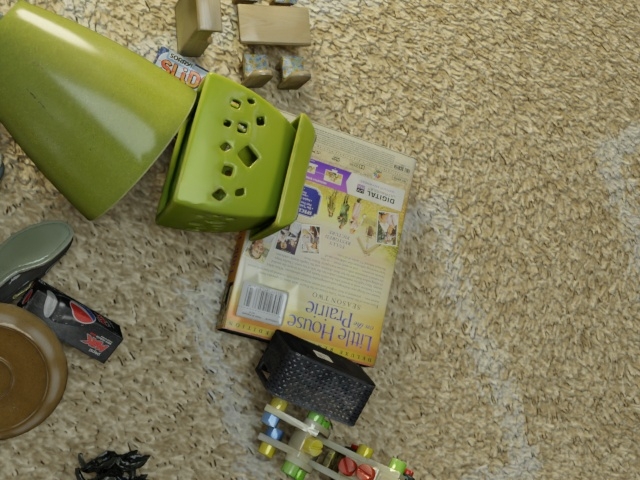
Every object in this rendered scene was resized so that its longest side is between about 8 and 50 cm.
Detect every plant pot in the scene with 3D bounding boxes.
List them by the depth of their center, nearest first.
[{"bbox_3d":[-0.521,0.214,1.419,0.236,0.032,0.236,-3,105,-12],"label":"plant pot"},{"bbox_3d":[-0.395,-0.228,1.421,0.293,0.274,0.275,41,71,-21],"label":"plant pot"},{"bbox_3d":[-0.139,-0.121,1.511,0.207,0.227,0.228,16,78,-15],"label":"plant pot"}]

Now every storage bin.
[{"bbox_3d":[-0.010,0.237,1.563,0.180,0.122,0.084,27,95,-21],"label":"storage bin"}]

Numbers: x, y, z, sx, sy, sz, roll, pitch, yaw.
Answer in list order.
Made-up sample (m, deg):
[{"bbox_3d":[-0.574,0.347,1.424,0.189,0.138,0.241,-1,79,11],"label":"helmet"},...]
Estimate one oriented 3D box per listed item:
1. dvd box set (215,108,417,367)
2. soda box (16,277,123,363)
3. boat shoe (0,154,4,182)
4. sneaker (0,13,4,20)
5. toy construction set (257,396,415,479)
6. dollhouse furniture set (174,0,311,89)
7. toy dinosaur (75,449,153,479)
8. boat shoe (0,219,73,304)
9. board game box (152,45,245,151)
[{"bbox_3d":[0.000,0.000,1.685,0.307,0.062,0.421,16,77,-19],"label":"dvd box set"},{"bbox_3d":[-0.410,0.133,1.481,0.169,0.053,0.060,36,97,-28],"label":"soda box"},{"bbox_3d":[-0.611,-0.011,1.445,0.319,0.116,0.099,-59,148,-24],"label":"boat shoe"},{"bbox_3d":[-0.638,-0.252,1.433,0.340,0.125,0.140,-25,98,-20],"label":"sneaker"},{"bbox_3d":[0.049,0.399,1.544,0.151,0.327,0.215,-49,145,-8],"label":"toy construction set"},{"bbox_3d":[-0.126,-0.400,1.633,0.242,0.161,0.212,-3,84,-22],"label":"dollhouse furniture set"},{"bbox_3d":[-0.343,0.467,1.448,0.321,0.164,0.219,9,93,-36],"label":"toy dinosaur"},{"bbox_3d":[-0.503,0.050,1.479,0.227,0.069,0.081,-37,63,-23],"label":"boat shoe"},{"bbox_3d":[-0.229,-0.245,1.640,0.201,0.035,0.136,26,75,-17],"label":"board game box"}]
